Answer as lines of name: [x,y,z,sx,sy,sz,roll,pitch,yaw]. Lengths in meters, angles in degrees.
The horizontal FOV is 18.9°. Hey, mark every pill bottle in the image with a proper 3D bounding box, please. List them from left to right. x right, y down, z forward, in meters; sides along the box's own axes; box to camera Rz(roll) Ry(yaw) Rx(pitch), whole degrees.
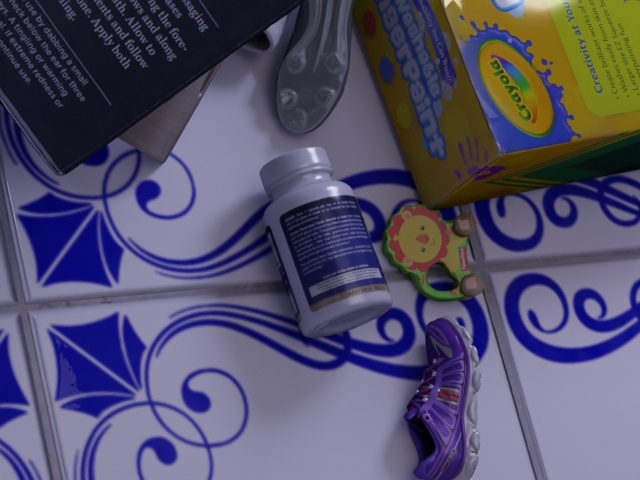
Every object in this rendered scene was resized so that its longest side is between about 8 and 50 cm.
pill bottle: [0.000,0.000,1.852,0.094,0.094,0.169,-11,74,-31]

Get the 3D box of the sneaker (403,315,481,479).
sneaker: [0.114,0.153,1.863,0.071,0.068,0.170,7,65,-19]

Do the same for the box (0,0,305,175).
box: [-0.136,-0.263,1.635,0.395,0.293,0.212,-36,104,-6]

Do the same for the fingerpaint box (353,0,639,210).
fingerpaint box: [0.219,-0.284,2.054,0.371,0.163,0.445,-12,75,-31]

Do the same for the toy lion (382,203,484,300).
toy lion: [0.111,0.013,1.942,0.096,0.034,0.100,-4,81,-16]

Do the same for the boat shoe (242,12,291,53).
boat shoe: [-0.150,-0.268,1.901,0.267,0.096,0.088,29,53,-23]

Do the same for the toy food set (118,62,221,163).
toy food set: [-0.222,-0.241,1.819,0.306,0.092,0.220,30,90,-15]

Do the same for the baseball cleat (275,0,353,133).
baseball cleat: [0.005,-0.206,1.963,0.072,0.109,0.206,15,90,7]
